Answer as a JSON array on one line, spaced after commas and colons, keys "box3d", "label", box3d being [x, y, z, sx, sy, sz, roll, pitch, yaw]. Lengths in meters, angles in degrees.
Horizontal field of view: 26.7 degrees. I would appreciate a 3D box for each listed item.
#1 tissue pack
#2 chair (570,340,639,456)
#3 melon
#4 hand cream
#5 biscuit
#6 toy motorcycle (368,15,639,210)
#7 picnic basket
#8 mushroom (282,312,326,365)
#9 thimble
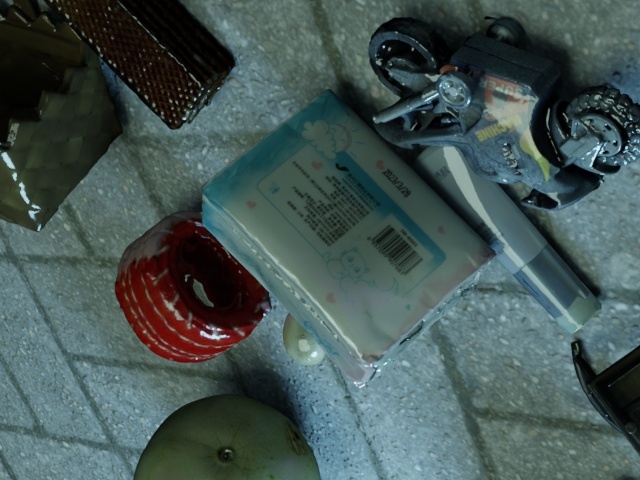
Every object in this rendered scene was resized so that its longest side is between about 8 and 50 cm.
[{"box3d": [0.026, -0.004, 1.465, 0.271, 0.201, 0.124, 46, 165, 12], "label": "tissue pack"}, {"box3d": [0.370, 0.171, 1.403, 0.154, 0.141, 0.260, 53, -175, -10], "label": "chair"}, {"box3d": [-0.132, 0.357, 1.909, 0.268, 0.268, 0.330, 33, 156, 15], "label": "melon"}, {"box3d": [0.200, -0.006, 1.458, 0.255, 0.048, 0.079, 49, 137, 0], "label": "hand cream"}, {"box3d": [-0.219, -0.254, 1.591, 0.252, 0.070, 0.106, 46, 141, -1], "label": "biscuit"}, {"box3d": [0.178, -0.118, 1.332, 0.307, 0.108, 0.173, 24, 143, 28], "label": "toy motorcycle"}, {"box3d": [-0.430, -0.200, 1.678, 0.291, 0.254, 0.321, 16, 144, 32], "label": "picnic basket"}, {"box3d": [-0.013, 0.120, 1.744, 0.083, 0.068, 0.083, 178, 90, -77], "label": "mushroom"}, {"box3d": [-0.170, 0.062, 1.756, 0.189, 0.163, 0.125, 49, 140, -5], "label": "thimble"}]
